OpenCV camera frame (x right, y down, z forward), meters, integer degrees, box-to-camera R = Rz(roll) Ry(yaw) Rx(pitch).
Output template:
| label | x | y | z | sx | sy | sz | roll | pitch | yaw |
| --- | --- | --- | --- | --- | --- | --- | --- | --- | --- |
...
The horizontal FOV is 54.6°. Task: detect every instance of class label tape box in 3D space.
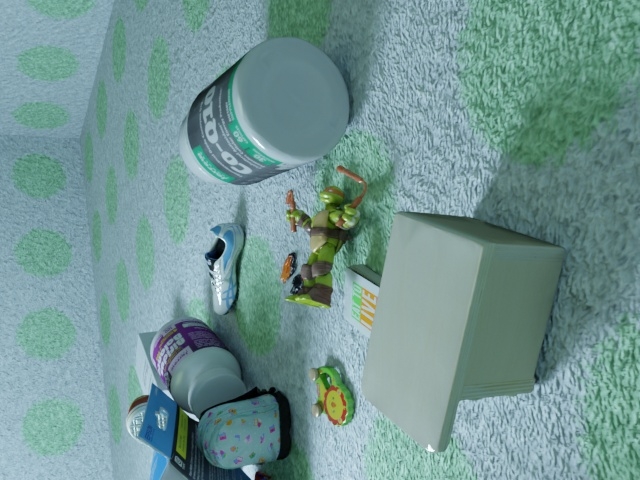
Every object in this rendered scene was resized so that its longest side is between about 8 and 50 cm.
| label | x | y | z | sx | sy | sz | roll | pitch | yaw |
| --- | --- | --- | --- | --- | --- | --- | --- | --- | --- |
| label tape box | -0.261 | 0.478 | 1.232 | 0.347 | 0.115 | 0.249 | 48 | 178 | -14 |

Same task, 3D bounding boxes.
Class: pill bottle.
| label | x | y | z | sx | sy | sz | roll | pitch | yaw |
| --- | --- | --- | --- | --- | --- | --- | --- | --- | --- |
| pill bottle | -0.290 | 0.310 | 1.481 | 0.301 | 0.169 | 0.169 | 28 | 116 | 57 |
| pill bottle | -0.121 | -0.209 | 1.115 | 0.361 | 0.204 | 0.204 | -9 | 84 | 61 |

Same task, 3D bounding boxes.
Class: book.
| label | x | y | z | sx | sy | sz | roll | pitch | yaw |
| --- | --- | --- | --- | --- | --- | --- | --- | --- | --- |
| book | 0.087 | 0.106 | 0.944 | 0.144 | 0.035 | 0.096 | 32 | 123 | 54 |

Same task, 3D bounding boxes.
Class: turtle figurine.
| label | x | y | z | sx | sy | sz | roll | pitch | yaw |
| --- | --- | --- | --- | --- | --- | --- | --- | --- | --- |
| turtle figurine | 0.000 | 0.000 | 1.025 | 0.269 | 0.087 | 0.217 | -2 | 73 | 59 |

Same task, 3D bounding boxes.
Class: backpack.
| label | x | y | z | sx | sy | sz | roll | pitch | yaw |
| --- | --- | --- | --- | --- | --- | --- | --- | --- | --- |
| backpack | -0.150 | 0.376 | 1.223 | 0.115 | 0.182 | 0.151 | -8 | 84 | 61 |

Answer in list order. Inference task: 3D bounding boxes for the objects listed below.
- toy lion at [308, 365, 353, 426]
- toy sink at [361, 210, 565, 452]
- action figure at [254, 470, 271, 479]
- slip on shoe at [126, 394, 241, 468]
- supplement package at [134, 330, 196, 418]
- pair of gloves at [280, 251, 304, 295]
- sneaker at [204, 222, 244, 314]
| label | x | y | z | sx | sy | sz | roll | pitch | yaw |
| --- | --- | --- | --- | --- | --- | --- | --- | --- | --- |
| toy lion | 0.021 | 0.268 | 1.069 | 0.096 | 0.034 | 0.100 | -16 | 77 | 53 |
| toy sink | 0.158 | 0.098 | 0.711 | 0.153 | 0.131 | 0.234 | 27 | 110 | 58 |
| action figure | -0.121 | 0.525 | 1.336 | 0.115 | 0.030 | 0.038 | -179 | 93 | -66 |
| slip on shoe | -0.307 | 0.458 | 1.426 | 0.123 | 0.331 | 0.101 | -47 | 27 | -2 |
| supplement package | -0.430 | 0.383 | 1.766 | 0.244 | 0.139 | 0.133 | 49 | 134 | 47 |
| pair of gloves | -0.051 | 0.069 | 1.203 | 0.083 | 0.010 | 0.074 | 56 | 136 | 40 |
| sneaker | -0.236 | 0.068 | 1.456 | 0.085 | 0.086 | 0.237 | 40 | 127 | 51 |
